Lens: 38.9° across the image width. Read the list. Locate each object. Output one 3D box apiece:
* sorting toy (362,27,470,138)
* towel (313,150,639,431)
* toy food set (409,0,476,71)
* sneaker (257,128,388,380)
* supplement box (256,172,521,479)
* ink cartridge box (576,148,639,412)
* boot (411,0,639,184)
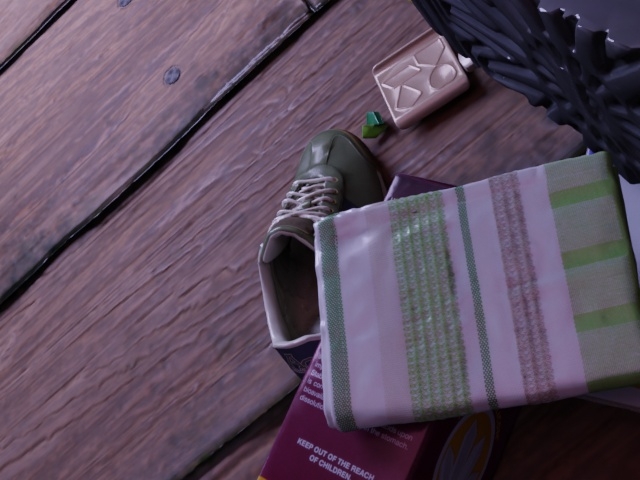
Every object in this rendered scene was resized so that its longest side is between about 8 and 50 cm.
[{"bbox_3d":[0.058,-0.104,0.628,0.083,0.012,0.062,-32,53,16],"label":"sorting toy"},{"bbox_3d":[0.071,0.026,0.428,0.152,0.023,0.113,-12,67,20],"label":"towel"},{"bbox_3d":[0.091,-0.233,0.624,0.128,0.071,0.218,-34,51,11],"label":"toy food set"},{"bbox_3d":[0.000,0.000,0.569,0.064,0.086,0.192,-15,61,26],"label":"sneaker"},{"bbox_3d":[0.056,0.073,0.490,0.081,0.104,0.188,18,79,35],"label":"supplement box"},{"bbox_3d":[0.297,-0.041,0.415,0.330,0.071,0.324,10,73,38],"label":"ink cartridge box"},{"bbox_3d":[0.284,-0.207,0.388,0.445,0.146,0.367,-42,52,2],"label":"boot"}]
